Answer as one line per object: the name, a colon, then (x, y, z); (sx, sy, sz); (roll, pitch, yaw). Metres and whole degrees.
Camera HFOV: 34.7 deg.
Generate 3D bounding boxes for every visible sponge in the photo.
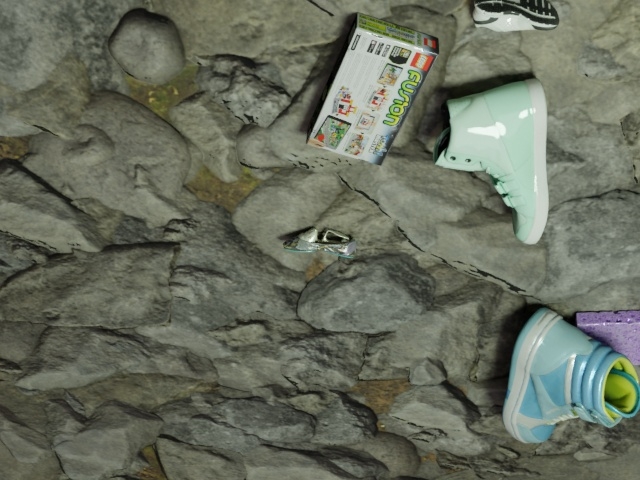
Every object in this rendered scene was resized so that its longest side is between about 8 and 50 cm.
sponge: (0.529, 0.163, 1.703); (0.210, 0.031, 0.117); (-2, 136, 7)

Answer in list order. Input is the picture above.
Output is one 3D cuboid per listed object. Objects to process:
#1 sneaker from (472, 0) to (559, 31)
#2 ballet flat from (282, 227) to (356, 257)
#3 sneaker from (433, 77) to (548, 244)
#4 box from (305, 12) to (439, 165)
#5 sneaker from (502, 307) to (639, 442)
sneaker: (0.239, -0.277, 1.263); (0.109, 0.040, 0.043); (11, 153, -2)
ballet flat: (0.000, 0.000, 1.576); (0.114, 0.041, 0.041); (7, 137, -3)
sneaker: (0.231, -0.099, 1.403); (0.151, 0.094, 0.255); (-8, 126, 5)
box: (0.065, -0.195, 1.359); (0.114, 0.036, 0.207); (15, 136, -12)
sneaker: (0.421, 0.273, 1.701); (0.208, 0.127, 0.319); (28, 147, 30)
